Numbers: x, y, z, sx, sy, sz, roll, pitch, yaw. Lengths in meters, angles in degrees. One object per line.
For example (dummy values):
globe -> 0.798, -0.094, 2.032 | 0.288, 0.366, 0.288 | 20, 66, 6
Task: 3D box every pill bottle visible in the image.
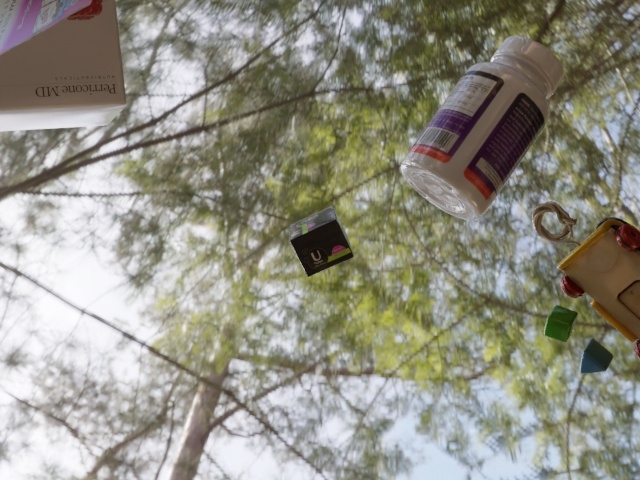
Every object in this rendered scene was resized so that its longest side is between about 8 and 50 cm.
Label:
pill bottle -> 0.184, -0.128, 0.993 | 0.108, 0.108, 0.193 | 39, -100, -14

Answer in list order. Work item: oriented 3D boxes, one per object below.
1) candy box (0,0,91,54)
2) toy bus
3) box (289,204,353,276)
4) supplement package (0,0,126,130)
candy box -> -0.213, -0.171, 0.521 | 0.071, 0.233, 0.159 | 40, -44, 0
toy bus -> 0.332, 0.035, 0.920 | 0.191, 0.104, 0.202 | 5, -60, 33
box -> 0.000, 0.000, 1.070 | 0.062, 0.083, 0.052 | -25, -78, 3
supplement package -> -0.334, -0.282, 1.035 | 0.177, 0.175, 0.293 | -7, -88, -20
